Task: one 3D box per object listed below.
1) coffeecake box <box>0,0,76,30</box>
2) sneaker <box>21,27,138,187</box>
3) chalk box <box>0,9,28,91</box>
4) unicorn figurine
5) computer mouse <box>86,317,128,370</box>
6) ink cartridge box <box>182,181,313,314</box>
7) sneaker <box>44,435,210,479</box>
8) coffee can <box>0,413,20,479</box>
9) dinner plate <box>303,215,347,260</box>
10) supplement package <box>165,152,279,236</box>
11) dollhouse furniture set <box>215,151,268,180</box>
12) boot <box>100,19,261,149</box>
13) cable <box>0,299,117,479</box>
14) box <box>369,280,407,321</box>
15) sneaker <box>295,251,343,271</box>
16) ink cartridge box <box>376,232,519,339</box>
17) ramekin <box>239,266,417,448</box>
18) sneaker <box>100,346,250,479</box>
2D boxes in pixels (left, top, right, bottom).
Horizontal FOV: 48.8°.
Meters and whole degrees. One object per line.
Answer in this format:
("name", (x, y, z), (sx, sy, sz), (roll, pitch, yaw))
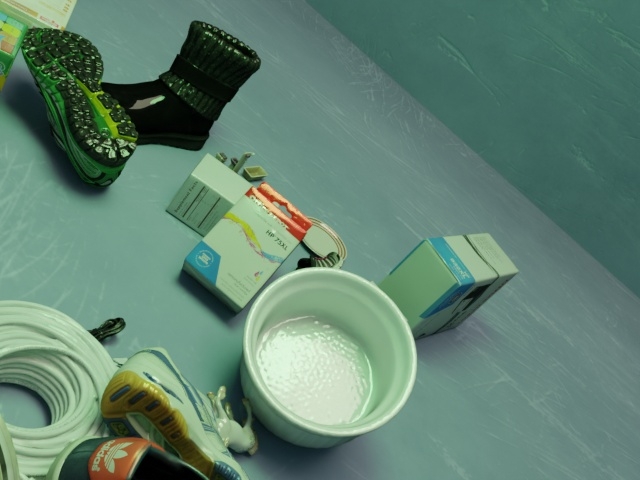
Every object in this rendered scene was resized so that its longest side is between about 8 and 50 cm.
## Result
("coffeecake box", (-0.613, -0.490, 1.504), (0.142, 0.068, 0.186), (26, 32, -26))
("sneaker", (-0.455, -0.245, 1.275), (0.134, 0.146, 0.344), (-12, 65, -40))
("chalk box", (-0.570, -0.312, 1.157), (0.132, 0.213, 0.132), (25, 32, -26))
("unicorn figurine", (-0.140, 0.273, 1.016), (0.161, 0.060, 0.111), (24, 43, -39))
("computer mouse", (-0.272, 0.193, 0.992), (0.193, 0.042, 0.106), (49, 29, 14))
("ink cartridge box", (-0.121, 0.001, 1.269), (0.134, 0.078, 0.231), (40, 70, -1))
("sneaker", (-0.133, 0.338, 0.763), (0.350, 0.148, 0.131), (49, 40, -26))
("coffee can", (-0.430, 0.232, 0.584), (0.201, 0.201, 0.275), (47, 29, 11))
("dinner plate", (0.000, 0.000, 1.611), (0.141, 0.017, 0.141), (30, 31, -20))
("supplement package", (-0.189, -0.065, 1.383), (0.179, 0.105, 0.105), (36, 30, -9))
("dollhouse furniture set", (-0.162, -0.186, 1.606), (0.091, 0.081, 0.114), (50, 30, 16))
("boot", (-0.309, -0.329, 1.442), (0.347, 0.260, 0.131), (-3, 50, -52))
("cable", (-0.356, 0.193, 0.845), (0.257, 0.089, 0.257), (37, 28, -8))
("box", (0.062, 0.170, 1.359), (0.114, 0.103, 0.203), (48, 30, 14))
("sneaker", (-0.009, 0.056, 1.473), (0.075, 0.063, 0.170), (46, 33, -3))
("ink cartridge box", (0.273, 0.104, 1.577), (0.307, 0.223, 0.129), (-4, 52, -53))
("ramekin", (0.002, 0.194, 1.130), (0.277, 0.135, 0.277), (8, 57, -13))
("sneaker", (-0.154, 0.263, 0.901), (0.297, 0.111, 0.131), (63, 11, -16))
